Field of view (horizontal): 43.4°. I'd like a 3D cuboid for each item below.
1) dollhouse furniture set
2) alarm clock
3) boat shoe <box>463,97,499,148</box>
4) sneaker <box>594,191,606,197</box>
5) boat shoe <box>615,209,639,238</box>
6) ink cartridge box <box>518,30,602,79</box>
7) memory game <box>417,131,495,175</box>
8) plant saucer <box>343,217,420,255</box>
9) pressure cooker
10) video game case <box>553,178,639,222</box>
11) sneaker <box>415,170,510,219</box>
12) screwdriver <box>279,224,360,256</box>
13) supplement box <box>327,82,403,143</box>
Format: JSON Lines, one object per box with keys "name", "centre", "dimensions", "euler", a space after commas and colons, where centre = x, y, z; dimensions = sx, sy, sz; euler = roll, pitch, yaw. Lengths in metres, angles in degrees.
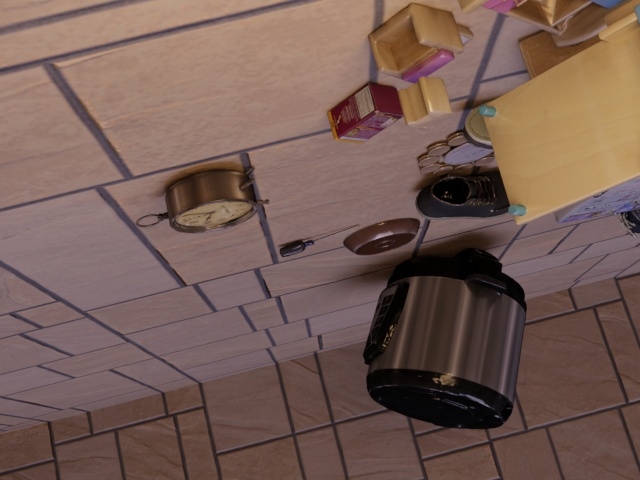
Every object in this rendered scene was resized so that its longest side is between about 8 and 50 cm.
{"name": "dollhouse furniture set", "centre": [0.248, -0.136, 0.828], "dimensions": [0.198, 0.303, 0.286], "euler": [2, 157, -44]}
{"name": "alarm clock", "centre": [-0.178, -0.053, 1.171], "dimensions": [0.192, 0.064, 0.129], "euler": [-18, 165, 3]}
{"name": "boat shoe", "centre": [0.305, -0.166, 1.185], "dimensions": [0.228, 0.081, 0.068], "euler": [-12, 160, -20]}
{"name": "sneaker", "centre": [0.461, -0.192, 1.230], "dimensions": [0.107, 0.118, 0.279], "euler": [32, 121, -21]}
{"name": "boat shoe", "centre": [0.781, -0.059, 1.989], "dimensions": [0.079, 0.095, 0.254], "euler": [-33, 168, 20]}
{"name": "ink cartridge box", "centre": [0.391, -0.230, 1.032], "dimensions": [0.235, 0.088, 0.193], "euler": [-21, 162, 18]}
{"name": "memory game", "centre": [0.247, -0.149, 1.322], "dimensions": [0.186, 0.012, 0.186], "euler": [-14, 165, -4]}
{"name": "plant saucer", "centre": [0.133, -0.003, 1.697], "dimensions": [0.169, 0.029, 0.168], "euler": [-13, 164, -4]}
{"name": "pressure cooker", "centre": [0.323, 0.228, 2.016], "dimensions": [0.370, 0.420, 0.375], "euler": [-2, 152, 35]}
{"name": "video game case", "centre": [0.666, -0.124, 1.704], "dimensions": [0.270, 0.061, 0.244], "euler": [-9, 162, -18]}
{"name": "sneaker", "centre": [0.289, -0.082, 1.433], "dimensions": [0.222, 0.083, 0.118], "euler": [-11, 174, -7]}
{"name": "screwdriver", "centre": [0.000, 0.000, 1.600], "dimensions": [0.170, 0.024, 0.025], "euler": [-16, 135, -2]}
{"name": "supplement box", "centre": [0.058, -0.163, 1.040], "dimensions": [0.055, 0.043, 0.083], "euler": [1, 159, -43]}
